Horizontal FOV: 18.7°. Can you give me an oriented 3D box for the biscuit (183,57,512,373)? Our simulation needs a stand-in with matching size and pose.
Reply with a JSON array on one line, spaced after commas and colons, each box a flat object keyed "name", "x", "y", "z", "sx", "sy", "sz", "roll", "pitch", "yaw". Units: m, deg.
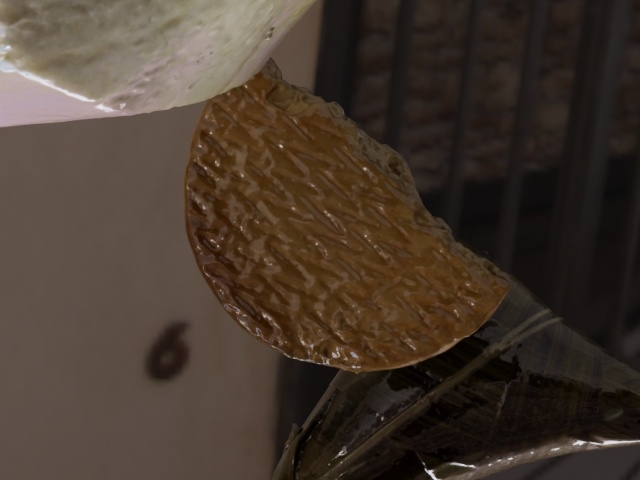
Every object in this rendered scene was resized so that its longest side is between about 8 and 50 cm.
[{"name": "biscuit", "x": 0.000, "y": 0.000, "z": 1.200, "sx": 0.224, "sy": 0.144, "sz": 0.033, "roll": 41, "pitch": -176, "yaw": 13}]

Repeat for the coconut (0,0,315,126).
[{"name": "coconut", "x": -0.118, "y": -0.168, "z": 0.855, "sx": 0.259, "sy": 0.259, "sz": 0.259, "roll": 6, "pitch": -161, "yaw": -2}]

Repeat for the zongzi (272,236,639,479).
[{"name": "zongzi", "x": 0.102, "y": 0.151, "z": 1.314, "sx": 0.241, "sy": 0.248, "sz": 0.111, "roll": 37, "pitch": -179, "yaw": 28}]
